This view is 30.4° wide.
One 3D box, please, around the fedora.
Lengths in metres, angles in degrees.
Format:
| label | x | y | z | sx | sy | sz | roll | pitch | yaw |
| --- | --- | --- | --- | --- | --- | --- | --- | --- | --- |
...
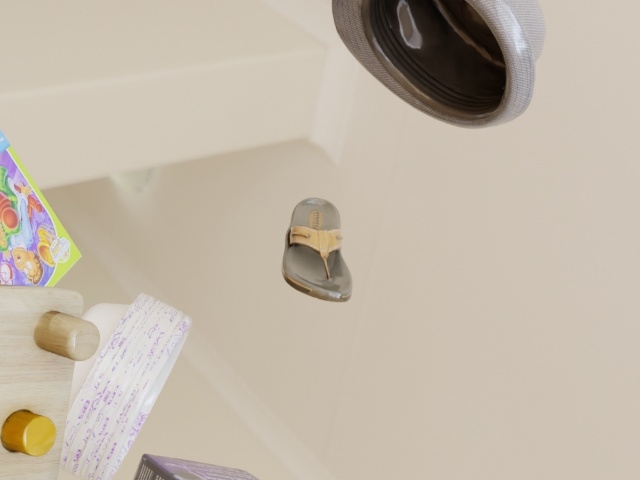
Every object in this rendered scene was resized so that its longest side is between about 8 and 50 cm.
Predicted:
| label | x | y | z | sx | sy | sz | roll | pitch | yaw |
| --- | --- | --- | --- | --- | --- | --- | --- | --- | --- |
| fedora | 0.159 | -0.265 | 1.407 | 0.275 | 0.124 | 0.244 | 34 | -33 | 20 |

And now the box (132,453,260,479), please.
| label | x | y | z | sx | sy | sz | roll | pitch | yaw |
| --- | --- | --- | --- | --- | --- | --- | --- | --- | --- |
| box | -0.095 | 0.317 | 1.235 | 0.207 | 0.153 | 0.108 | 19 | -90 | 48 |

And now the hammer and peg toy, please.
| label | x | y | z | sx | sy | sz | roll | pitch | yaw |
| --- | --- | --- | --- | --- | --- | --- | --- | --- | --- |
| hammer and peg toy | -0.349 | 0.151 | 0.947 | 0.127 | 0.361 | 0.266 | 11 | -88 | 38 |

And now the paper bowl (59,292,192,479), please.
| label | x | y | z | sx | sy | sz | roll | pitch | yaw |
| --- | --- | --- | --- | --- | --- | --- | --- | --- | --- |
| paper bowl | -0.314 | 0.207 | 1.734 | 0.148 | 0.284 | 0.284 | 29 | -46 | -1 |

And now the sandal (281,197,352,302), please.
| label | x | y | z | sx | sy | sz | roll | pitch | yaw |
| --- | --- | --- | --- | --- | --- | --- | --- | --- | --- |
| sandal | 0.000 | 0.000 | 1.488 | 0.219 | 0.090 | 0.060 | -87 | -173 | -55 |

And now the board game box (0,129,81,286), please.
| label | x | y | z | sx | sy | sz | roll | pitch | yaw |
| --- | --- | --- | --- | --- | --- | --- | --- | --- | --- |
| board game box | -0.510 | 0.035 | 1.636 | 0.078 | 0.347 | 0.233 | -10 | -60 | 36 |
